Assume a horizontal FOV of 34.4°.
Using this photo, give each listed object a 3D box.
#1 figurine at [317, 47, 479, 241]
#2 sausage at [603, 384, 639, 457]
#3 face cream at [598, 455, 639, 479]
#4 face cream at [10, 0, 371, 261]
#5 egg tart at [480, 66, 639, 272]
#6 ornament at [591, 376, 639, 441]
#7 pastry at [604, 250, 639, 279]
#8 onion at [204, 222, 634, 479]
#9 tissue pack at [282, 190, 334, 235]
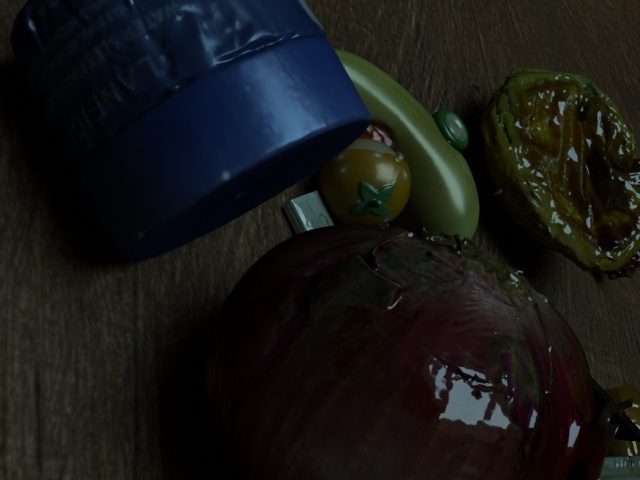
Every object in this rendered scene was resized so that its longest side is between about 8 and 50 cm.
[{"bbox_3d":[0.065,-0.096,1.238,0.324,0.124,0.222,40,42,-26],"label":"figurine"},{"bbox_3d":[0.427,0.375,1.387,0.134,0.116,0.354,96,-11,-60],"label":"sausage"},{"bbox_3d":[0.388,0.435,1.252,0.137,0.084,0.341,6,76,-31],"label":"face cream"},{"bbox_3d":[-0.115,-0.135,0.897,0.225,0.249,0.249,59,32,4],"label":"face cream"},{"bbox_3d":[0.358,-0.103,1.597,0.339,0.153,0.352,-22,76,-43],"label":"egg tart"},{"bbox_3d":[0.275,0.275,1.298,0.166,0.153,0.196,45,60,-24],"label":"ornament"},{"bbox_3d":[0.479,-0.032,1.772,0.208,0.115,0.097,49,23,-16],"label":"pastry"},{"bbox_3d":[0.075,0.131,0.888,0.353,0.353,0.354,33,43,-37],"label":"onion"},{"bbox_3d":[0.000,0.000,1.157,0.056,0.023,0.108,-25,87,-55],"label":"tissue pack"}]
